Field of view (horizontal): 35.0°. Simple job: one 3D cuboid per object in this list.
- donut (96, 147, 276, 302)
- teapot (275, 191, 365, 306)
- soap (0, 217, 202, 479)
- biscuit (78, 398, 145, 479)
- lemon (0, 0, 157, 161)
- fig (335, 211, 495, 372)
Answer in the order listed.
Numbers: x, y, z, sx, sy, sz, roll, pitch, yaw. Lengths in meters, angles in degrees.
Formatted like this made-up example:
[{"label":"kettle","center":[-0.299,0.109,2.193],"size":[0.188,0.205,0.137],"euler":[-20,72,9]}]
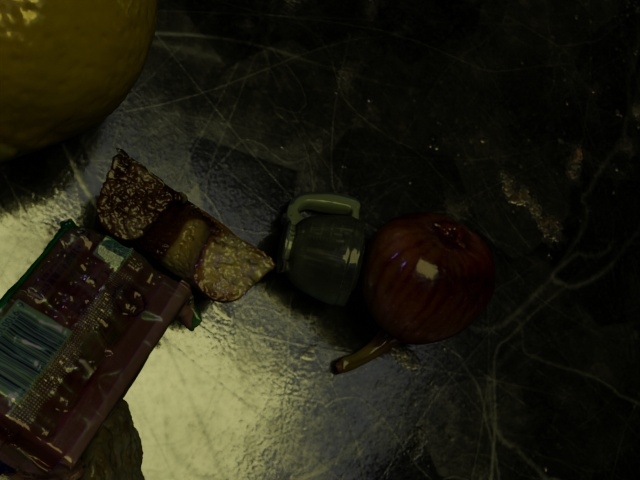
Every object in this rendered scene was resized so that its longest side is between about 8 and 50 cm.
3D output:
[{"label":"donut","center":[-0.159,-0.003,1.174],"size":[0.217,0.141,0.085],"euler":[34,85,0]},{"label":"teapot","center":[0.001,0.000,1.254],"size":[0.108,0.111,0.149],"euler":[14,78,-4]},{"label":"soap","center":[-0.269,0.109,1.047],"size":[0.217,0.098,0.273],"euler":[37,45,-8]},{"label":"biscuit","center":[-0.224,0.314,1.074],"size":[0.038,0.141,0.290],"euler":[-7,79,12]},{"label":"lemon","center":[-0.327,-0.262,1.078],"size":[0.335,0.336,0.336],"euler":[5,75,-21]},{"label":"fig","center":[0.118,0.069,1.275],"size":[0.175,0.207,0.175],"euler":[16,31,-10]}]
